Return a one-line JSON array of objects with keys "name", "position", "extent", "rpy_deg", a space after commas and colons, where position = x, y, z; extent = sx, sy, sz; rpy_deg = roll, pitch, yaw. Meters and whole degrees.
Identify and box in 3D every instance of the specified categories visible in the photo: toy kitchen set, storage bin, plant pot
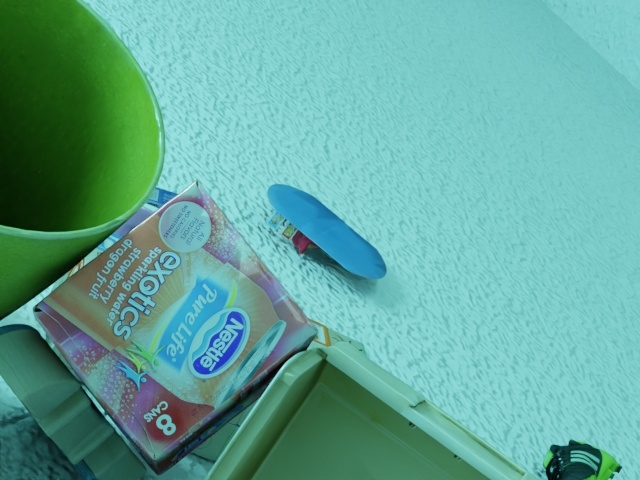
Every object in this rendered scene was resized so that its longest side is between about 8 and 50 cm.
[{"name": "toy kitchen set", "position": [-0.259, 0.151, 1.366], "extent": [0.122, 0.166, 0.207], "rpy_deg": [46, -11, 30]}, {"name": "storage bin", "position": [0.031, 0.248, 1.259], "extent": [0.262, 0.260, 0.123], "rpy_deg": [35, 8, 10]}, {"name": "plant pot", "position": [-0.306, -0.030, 1.337], "extent": [0.275, 0.293, 0.275], "rpy_deg": [23, 42, -23]}]

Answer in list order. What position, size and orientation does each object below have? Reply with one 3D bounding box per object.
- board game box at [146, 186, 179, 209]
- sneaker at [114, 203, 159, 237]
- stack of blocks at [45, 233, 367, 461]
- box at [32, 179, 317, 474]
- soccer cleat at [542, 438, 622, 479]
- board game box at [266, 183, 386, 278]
[{"name": "board game box", "position": [-0.169, -0.033, 1.853], "extent": [0.090, 0.020, 0.090], "rpy_deg": [17, -18, -32]}, {"name": "sneaker", "position": [-0.101, 0.040, 1.774], "extent": [0.236, 0.095, 0.104], "rpy_deg": [36, 15, 14]}, {"name": "stack of blocks", "position": [-0.098, 0.114, 1.615], "extent": [0.297, 0.087, 0.171], "rpy_deg": [25, 23, -17]}, {"name": "box", "position": [-0.112, 0.078, 1.368], "extent": [0.142, 0.154, 0.300], "rpy_deg": [52, -10, 5]}, {"name": "soccer cleat", "position": [0.259, 0.247, 1.852], "extent": [0.072, 0.060, 0.179], "rpy_deg": [28, 14, 18]}, {"name": "board game box", "position": [0.000, 0.000, 2.064], "extent": [0.169, 0.033, 0.133], "rpy_deg": [40, 18, 8]}]
